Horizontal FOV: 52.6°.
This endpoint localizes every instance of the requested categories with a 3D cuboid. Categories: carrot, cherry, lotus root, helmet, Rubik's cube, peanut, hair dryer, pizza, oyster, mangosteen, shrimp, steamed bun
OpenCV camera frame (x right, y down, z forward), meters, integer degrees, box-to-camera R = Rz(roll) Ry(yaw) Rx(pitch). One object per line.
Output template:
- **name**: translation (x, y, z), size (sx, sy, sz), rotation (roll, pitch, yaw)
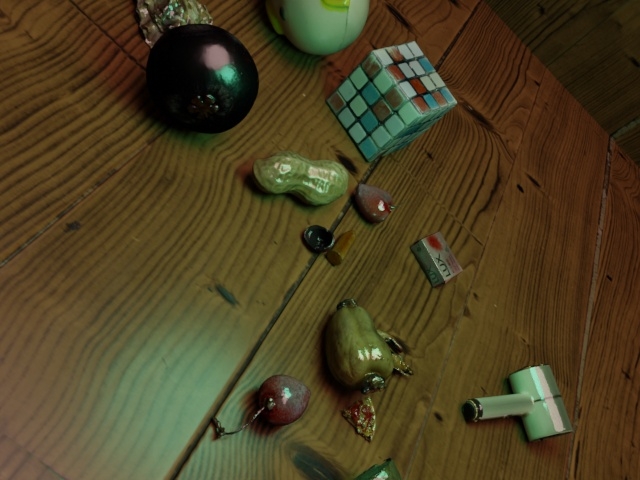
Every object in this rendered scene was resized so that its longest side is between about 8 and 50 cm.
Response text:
- **carrot**: translation (0.061, 0.011, 1.756), size (0.048, 0.048, 0.139), rotation (44, 41, -8)
- **cherry**: translation (0.159, -0.109, 1.889), size (0.126, 0.087, 0.106), rotation (44, 47, 19)
- **lotus root**: translation (0.091, 0.263, 1.543), size (0.154, 0.140, 0.257), rotation (6, 48, -22)
- **helmet**: translation (-0.001, 0.000, 1.705), size (0.084, 0.049, 0.065), rotation (33, 74, 18)
- **Rubik's cube**: translation (0.224, -0.438, 2.039), size (0.256, 0.259, 0.253), rotation (-28, 84, -47)
- **cherry**: translation (-0.119, 0.341, 1.353), size (0.225, 0.090, 0.107), rotation (-4, 77, -32)
- **peanut**: translation (-0.050, -0.163, 1.724), size (0.298, 0.120, 0.136), rotation (8, 53, -34)
- **hair dryer**: translation (0.531, 0.464, 1.808), size (0.361, 0.128, 0.203), rotation (2, 62, -31)
- **pizza**: translation (0.106, 0.424, 1.525), size (0.100, 0.029, 0.099), rotation (-12, 72, -44)
- **oyster**: translation (-0.372, -0.615, 1.750), size (0.237, 0.114, 0.352), rotation (1, 78, -40)
- **mangosteen**: translation (-0.290, -0.419, 1.599), size (0.275, 0.275, 0.302), rotation (20, 39, -30)
- **shrimp**: translation (0.183, 0.291, 1.682), size (0.162, 0.045, 0.095), rotation (39, 23, -6)
- **steamed bun**: translation (-0.005, -0.765, 2.014), size (0.333, 0.334, 0.374), rotation (-1, 60, -41)

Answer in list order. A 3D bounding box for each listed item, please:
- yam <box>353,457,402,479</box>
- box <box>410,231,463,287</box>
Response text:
- **yam**: translation (0.147, 0.622, 1.329), size (0.168, 0.168, 0.304), rotation (-10, 68, -44)
- **box**: translation (0.351, 0.056, 1.960), size (0.111, 0.060, 0.156), rotation (-22, 77, -45)
